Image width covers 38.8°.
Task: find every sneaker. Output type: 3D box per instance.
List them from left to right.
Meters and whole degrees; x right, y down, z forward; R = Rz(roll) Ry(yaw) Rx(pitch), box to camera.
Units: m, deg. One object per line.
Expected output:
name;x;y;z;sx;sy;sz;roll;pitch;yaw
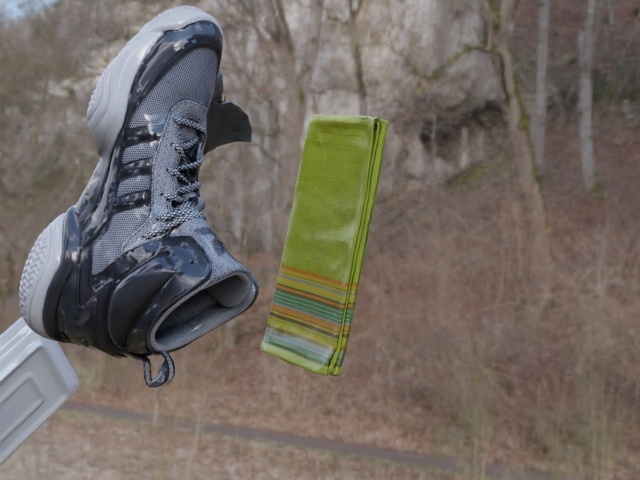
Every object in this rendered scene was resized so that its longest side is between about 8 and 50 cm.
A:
sneaker;-0.136;-0.108;0.872;0.051;0.089;0.170;27;43;31
sneaker;-0.101;-0.029;0.655;0.153;0.268;0.101;25;0;26

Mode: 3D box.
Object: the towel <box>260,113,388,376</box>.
towel;0.000;0.000;0.841;0.102;0.237;0.021;11;0;44

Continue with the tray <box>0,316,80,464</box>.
tray;-0.375;0.210;0.990;0.030;0.270;0.145;18;-41;33
